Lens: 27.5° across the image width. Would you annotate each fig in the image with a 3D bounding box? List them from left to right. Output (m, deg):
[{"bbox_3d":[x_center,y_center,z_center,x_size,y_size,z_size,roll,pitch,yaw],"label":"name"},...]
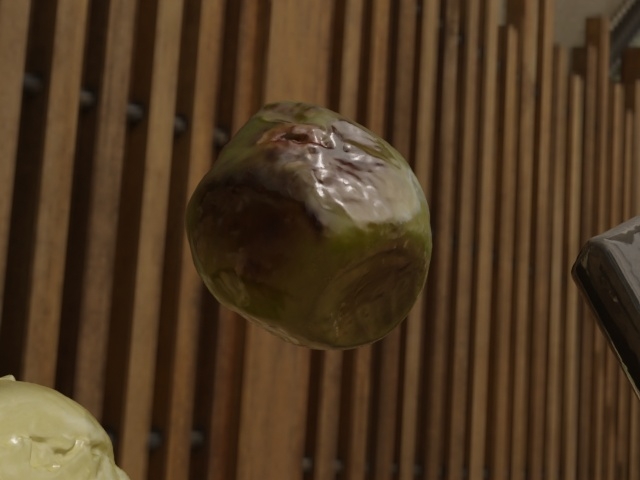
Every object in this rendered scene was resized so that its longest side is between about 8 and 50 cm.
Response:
[{"bbox_3d":[0.000,0.000,0.809,0.165,0.144,0.154,50,-17,-31],"label":"fig"}]

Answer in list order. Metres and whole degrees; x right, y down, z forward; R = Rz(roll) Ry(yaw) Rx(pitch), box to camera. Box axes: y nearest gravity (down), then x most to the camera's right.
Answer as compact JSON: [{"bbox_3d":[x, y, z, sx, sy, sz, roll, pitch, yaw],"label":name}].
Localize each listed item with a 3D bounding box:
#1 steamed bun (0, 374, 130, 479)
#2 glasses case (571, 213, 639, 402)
[{"bbox_3d":[-0.207,0.224,0.759,0.166,0.273,0.232,-16,1,27],"label":"steamed bun"},{"bbox_3d":[0.138,0.070,0.336,0.072,0.190,0.042,-24,-19,-5],"label":"glasses case"}]
